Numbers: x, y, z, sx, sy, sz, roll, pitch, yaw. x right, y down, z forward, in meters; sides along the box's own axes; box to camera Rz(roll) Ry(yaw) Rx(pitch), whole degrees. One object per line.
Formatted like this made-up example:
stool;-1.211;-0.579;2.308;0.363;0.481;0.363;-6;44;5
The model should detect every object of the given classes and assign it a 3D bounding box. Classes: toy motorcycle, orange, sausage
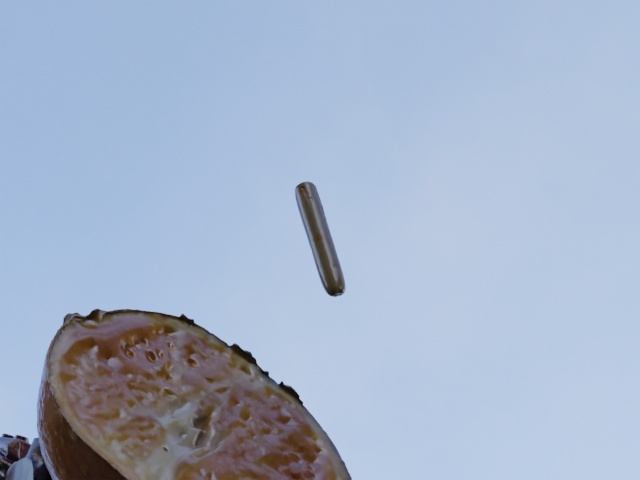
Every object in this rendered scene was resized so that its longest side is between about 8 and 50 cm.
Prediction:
toy motorcycle;-0.288;0.233;1.717;0.213;0.122;0.082;-2;-28;45
orange;-0.117;0.211;1.569;0.310;0.274;0.274;9;-60;19
sausage;0.000;0.000;1.543;0.024;0.132;0.024;-11;-36;-8
